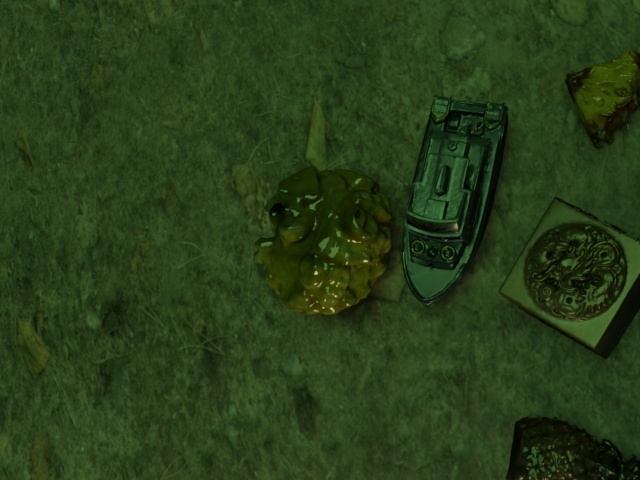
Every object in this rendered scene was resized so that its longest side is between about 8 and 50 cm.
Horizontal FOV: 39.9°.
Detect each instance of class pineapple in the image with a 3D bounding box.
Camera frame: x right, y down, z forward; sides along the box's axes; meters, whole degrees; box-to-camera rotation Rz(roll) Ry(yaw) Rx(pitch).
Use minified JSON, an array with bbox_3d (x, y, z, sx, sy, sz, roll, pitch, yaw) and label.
[{"bbox_3d":[0.333,0.278,1.089,0.198,0.108,0.108,7,79,13],"label":"pineapple"},{"bbox_3d":[0.388,-0.202,1.208,0.116,0.069,0.137,29,80,32],"label":"pineapple"}]

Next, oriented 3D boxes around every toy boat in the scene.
[{"bbox_3d":[0.178,-0.055,1.221,0.114,0.122,0.296,11,81,25],"label":"toy boat"}]

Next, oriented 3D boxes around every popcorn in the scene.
[{"bbox_3d":[0.002,-0.002,1.258,0.189,0.169,0.218,29,85,27],"label":"popcorn"}]

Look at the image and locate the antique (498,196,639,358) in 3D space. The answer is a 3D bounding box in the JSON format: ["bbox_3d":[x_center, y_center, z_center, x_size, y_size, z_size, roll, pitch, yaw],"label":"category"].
[{"bbox_3d":[0.330,0.046,1.116,0.147,0.148,0.151,31,93,29],"label":"antique"}]
